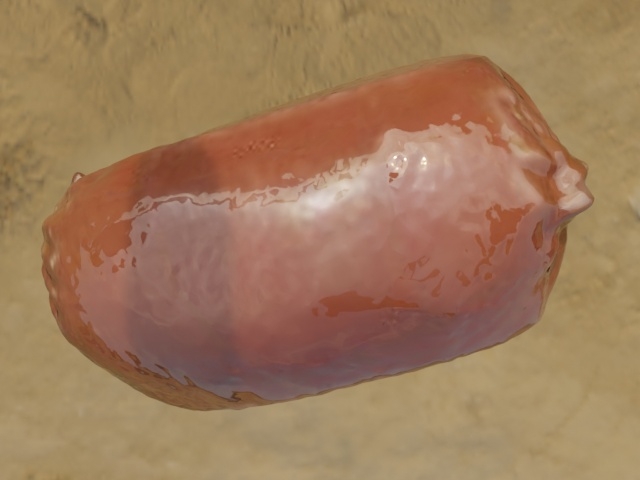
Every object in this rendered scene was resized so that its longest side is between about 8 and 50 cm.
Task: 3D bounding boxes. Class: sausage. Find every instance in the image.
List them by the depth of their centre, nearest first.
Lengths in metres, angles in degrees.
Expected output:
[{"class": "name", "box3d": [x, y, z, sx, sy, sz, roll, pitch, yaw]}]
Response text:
[{"class": "sausage", "box3d": [0.000, 0.000, 0.703, 0.254, 0.148, 0.148, -18, 128, 21]}]
